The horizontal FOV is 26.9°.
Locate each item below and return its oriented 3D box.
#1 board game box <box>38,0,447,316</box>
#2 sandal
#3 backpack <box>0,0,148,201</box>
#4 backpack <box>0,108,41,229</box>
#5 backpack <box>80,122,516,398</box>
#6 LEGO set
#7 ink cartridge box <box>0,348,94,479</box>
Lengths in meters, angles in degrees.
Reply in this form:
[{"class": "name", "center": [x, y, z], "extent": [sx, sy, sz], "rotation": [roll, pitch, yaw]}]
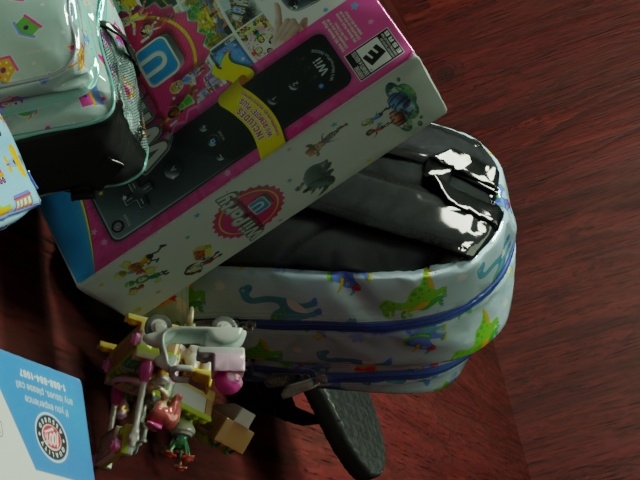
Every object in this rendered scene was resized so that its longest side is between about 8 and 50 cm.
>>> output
[{"class": "board game box", "center": [-0.090, -0.116, 1.057], "extent": [0.224, 0.303, 0.097], "rotation": [58, 7, 27]}, {"class": "sandal", "center": [-0.072, 0.070, 1.444], "extent": [0.446, 0.107, 0.167], "rotation": [58, 16, -1]}, {"class": "backpack", "center": [-0.220, -0.130, 0.974], "extent": [0.144, 0.166, 0.188], "rotation": [69, 9, -49]}, {"class": "backpack", "center": [-0.245, -0.068, 0.706], "extent": [0.158, 0.117, 0.173], "rotation": [-28, 97, -76]}, {"class": "backpack", "center": [0.000, 0.000, 1.206], "extent": [0.290, 0.355, 0.273], "rotation": [-74, 151, -52]}, {"class": "LEGO set", "center": [-0.126, 0.151, 1.107], "extent": [0.287, 0.132, 0.107], "rotation": [94, 3, -66]}, {"class": "ink cartridge box", "center": [-0.206, 0.210, 0.677], "extent": [0.223, 0.129, 0.307], "rotation": [41, 33, -64]}]
